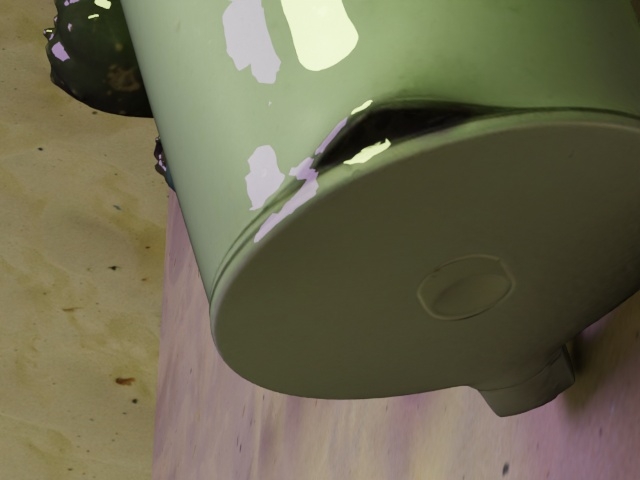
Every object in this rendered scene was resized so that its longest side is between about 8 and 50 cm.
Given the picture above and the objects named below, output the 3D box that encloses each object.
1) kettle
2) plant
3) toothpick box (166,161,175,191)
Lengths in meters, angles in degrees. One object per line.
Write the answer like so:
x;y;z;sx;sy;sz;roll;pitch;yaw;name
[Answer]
0.011;-0.099;0.783;0.265;0.205;0.318;111;147;-54;kettle
-0.065;-0.122;1.285;0.164;0.256;0.142;-91;18;-55;plant
0.009;-0.075;1.024;0.120;0.184;0.120;-174;90;-85;toothpick box
